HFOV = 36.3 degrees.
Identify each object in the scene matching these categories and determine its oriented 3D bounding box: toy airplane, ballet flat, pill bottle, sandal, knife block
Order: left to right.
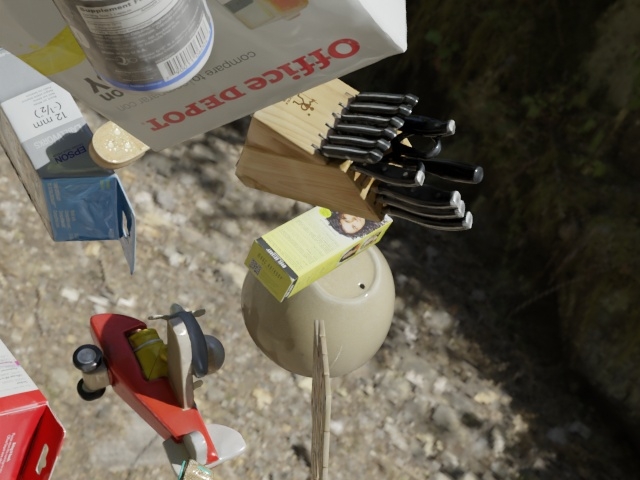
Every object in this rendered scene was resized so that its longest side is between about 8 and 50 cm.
[{"bbox_3d":[-0.108,-0.144,0.521,0.078,0.078,0.137,39,-13,20],"label":"pill bottle"},{"bbox_3d":[-0.210,-0.184,1.325,0.088,0.079,0.240,47,53,-4],"label":"sandal"},{"bbox_3d":[-0.285,0.300,1.982,0.272,0.386,0.384,-39,110,-32],"label":"toy airplane"},{"bbox_3d":[-0.232,0.472,1.721,0.067,0.206,0.073,17,35,-2],"label":"ballet flat"},{"bbox_3d":[0.041,-0.076,1.031,0.242,0.088,0.275,34,-18,-1],"label":"knife block"}]

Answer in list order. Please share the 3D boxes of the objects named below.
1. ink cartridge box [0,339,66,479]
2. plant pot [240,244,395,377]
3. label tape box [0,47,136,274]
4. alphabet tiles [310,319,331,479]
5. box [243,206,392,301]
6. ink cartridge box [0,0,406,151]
[{"bbox_3d":[-0.403,0.203,1.152,0.078,0.134,0.231,-6,38,-48],"label":"ink cartridge box"},{"bbox_3d":[0.014,0.082,1.735,0.284,0.191,0.284,6,64,-13],"label":"plant pot"},{"bbox_3d":[-0.421,-0.113,1.577,0.115,0.249,0.347,-25,74,-19],"label":"label tape box"},{"bbox_3d":[-0.002,0.190,1.047,0.009,0.198,0.237,1,22,-3],"label":"alphabet tiles"},{"bbox_3d":[0.000,0.000,1.446,0.087,0.058,0.232,45,47,15],"label":"box"},{"bbox_3d":[-0.142,-0.252,0.733,0.385,0.279,0.160,35,47,-48],"label":"ink cartridge box"}]
